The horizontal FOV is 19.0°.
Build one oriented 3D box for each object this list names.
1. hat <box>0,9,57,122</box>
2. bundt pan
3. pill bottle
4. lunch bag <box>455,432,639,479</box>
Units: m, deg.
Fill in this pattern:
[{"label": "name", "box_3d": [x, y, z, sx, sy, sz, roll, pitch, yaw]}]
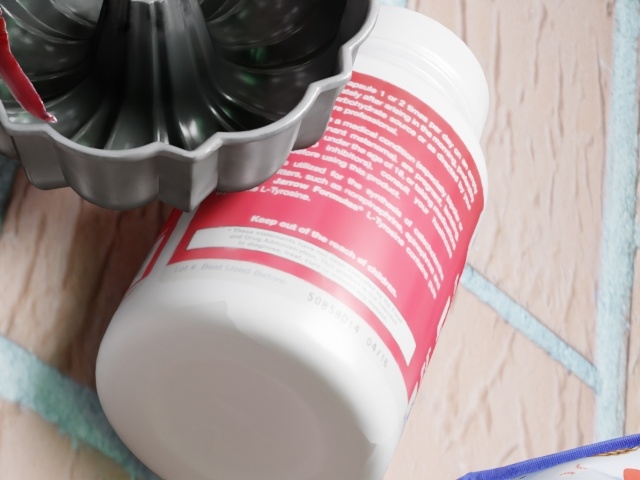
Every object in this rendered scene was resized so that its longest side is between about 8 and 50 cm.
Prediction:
[{"label": "hat", "box_3d": [-0.291, -0.181, 1.305, 0.173, 0.208, 0.183, -4, 102, -21]}, {"label": "bundt pan", "box_3d": [-0.122, -0.152, 1.391, 0.124, 0.331, 0.331, 93, 7, -54]}, {"label": "pill bottle", "box_3d": [0.000, 0.000, 1.498, 0.229, 0.229, 0.407, 50, 41, -24]}, {"label": "lunch bag", "box_3d": [0.287, 0.330, 1.579, 0.239, 0.385, 0.328, -33, 100, -52]}]
